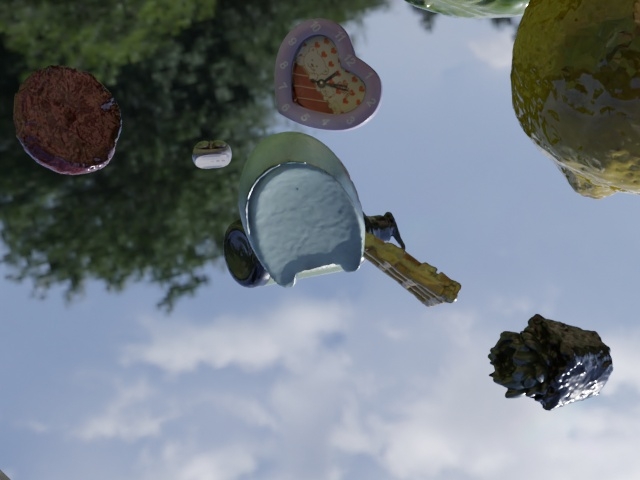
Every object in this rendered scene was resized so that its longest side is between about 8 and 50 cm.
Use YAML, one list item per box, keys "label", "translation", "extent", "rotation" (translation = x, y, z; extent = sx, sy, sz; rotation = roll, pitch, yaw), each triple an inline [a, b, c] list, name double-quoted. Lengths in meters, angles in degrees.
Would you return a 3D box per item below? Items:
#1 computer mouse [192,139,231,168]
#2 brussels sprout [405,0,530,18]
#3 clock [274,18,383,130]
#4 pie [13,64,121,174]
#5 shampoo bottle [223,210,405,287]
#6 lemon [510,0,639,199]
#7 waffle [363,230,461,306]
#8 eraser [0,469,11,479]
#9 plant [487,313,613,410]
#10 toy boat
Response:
- label: "computer mouse"
  translation: [-0.181, -0.148, 2.214]
  extent: [0.066, 0.039, 0.096]
  rotation: [-4, 168, -4]
- label: "brussels sprout"
  translation: [0.229, -0.495, 2.111]
  extent: [0.355, 0.289, 0.281]
  rotation: [-12, -165, -27]
- label: "clock"
  translation: [0.001, -0.264, 2.233]
  extent: [0.172, 0.198, 0.064]
  rotation: [-37, 177, 7]
- label: "pie"
  translation: [-0.317, -0.151, 1.673]
  extent: [0.154, 0.154, 0.036]
  rotation: [-25, 177, -40]
- label: "shampoo bottle"
  translation: [0.000, 0.000, 1.937]
  extent: [0.284, 0.101, 0.101]
  rotation: [-10, -169, -35]
- label: "lemon"
  translation: [0.306, -0.179, 1.218]
  extent: [0.254, 0.310, 0.253]
  rotation: [22, -156, -10]
- label: "waffle"
  translation: [0.072, 0.012, 1.561]
  extent: [0.032, 0.191, 0.125]
  rotation: [-55, -176, -7]
- label: "eraser"
  translation: [-0.498, 0.372, 1.855]
  extent: [0.082, 0.397, 0.213]
  rotation: [-38, -168, 27]
- label: "plant"
  translation: [0.377, 0.201, 2.177]
  extent: [0.195, 0.129, 0.132]
  rotation: [2, -153, -31]
- label: "toy boat"
  translation: [-0.022, -0.039, 1.499]
  extent: [0.134, 0.207, 0.078]
  rotation: [-12, -139, 9]
